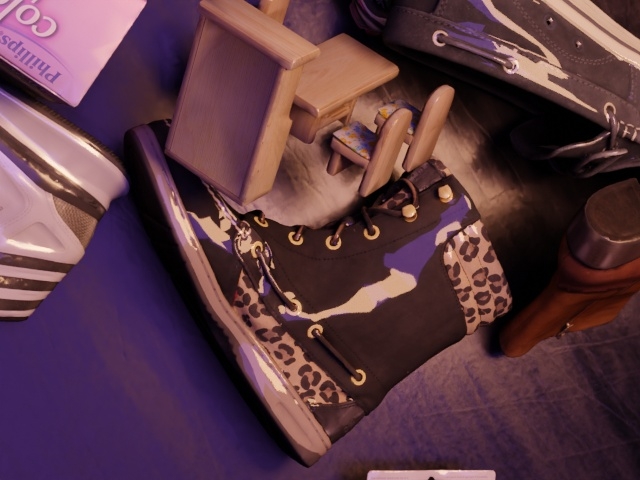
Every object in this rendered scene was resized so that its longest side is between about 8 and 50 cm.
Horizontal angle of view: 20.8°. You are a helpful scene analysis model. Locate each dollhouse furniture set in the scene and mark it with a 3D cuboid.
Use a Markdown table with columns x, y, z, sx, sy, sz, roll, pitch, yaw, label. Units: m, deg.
| x | y | z | sx | sy | sz | roll | pitch | yaw | label |
| --- | --- | --- | --- | --- | --- | --- | --- | --- | --- |
| -0.016 | -0.159 | 1.616 | 0.212 | 0.161 | 0.242 | 34 | 38 | 20 | dollhouse furniture set |

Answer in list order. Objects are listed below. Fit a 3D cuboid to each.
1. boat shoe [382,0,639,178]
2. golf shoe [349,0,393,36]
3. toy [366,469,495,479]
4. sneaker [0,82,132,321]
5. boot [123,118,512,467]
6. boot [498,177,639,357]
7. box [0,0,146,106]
| x | y | z | sx | sy | sz | roll | pitch | yaw | label |
| --- | --- | --- | --- | --- | --- | --- | --- | --- | --- |
| 0.268 | -0.132 | 1.748 | 0.500 | 0.187 | 0.156 | 33 | 83 | -19 | boat shoe |
| 0.048 | -0.302 | 1.763 | 0.067 | 0.086 | 0.186 | -21 | 92 | -11 | golf shoe |
| 0.099 | 0.347 | 1.773 | 0.137 | 0.056 | 0.237 | 2 | 93 | -17 | toy |
| -0.420 | -0.076 | 1.600 | 0.447 | 0.169 | 0.257 | 34 | 79 | -13 | sneaker |
| 0.000 | 0.000 | 1.715 | 0.284 | 0.138 | 0.377 | -31 | 99 | -11 | boot |
| 0.332 | 0.026 | 1.726 | 0.264 | 0.280 | 0.096 | -21 | 67 | -21 | boot |
| -0.300 | -0.232 | 1.577 | 0.213 | 0.243 | 0.117 | 35 | 86 | -20 | box |
